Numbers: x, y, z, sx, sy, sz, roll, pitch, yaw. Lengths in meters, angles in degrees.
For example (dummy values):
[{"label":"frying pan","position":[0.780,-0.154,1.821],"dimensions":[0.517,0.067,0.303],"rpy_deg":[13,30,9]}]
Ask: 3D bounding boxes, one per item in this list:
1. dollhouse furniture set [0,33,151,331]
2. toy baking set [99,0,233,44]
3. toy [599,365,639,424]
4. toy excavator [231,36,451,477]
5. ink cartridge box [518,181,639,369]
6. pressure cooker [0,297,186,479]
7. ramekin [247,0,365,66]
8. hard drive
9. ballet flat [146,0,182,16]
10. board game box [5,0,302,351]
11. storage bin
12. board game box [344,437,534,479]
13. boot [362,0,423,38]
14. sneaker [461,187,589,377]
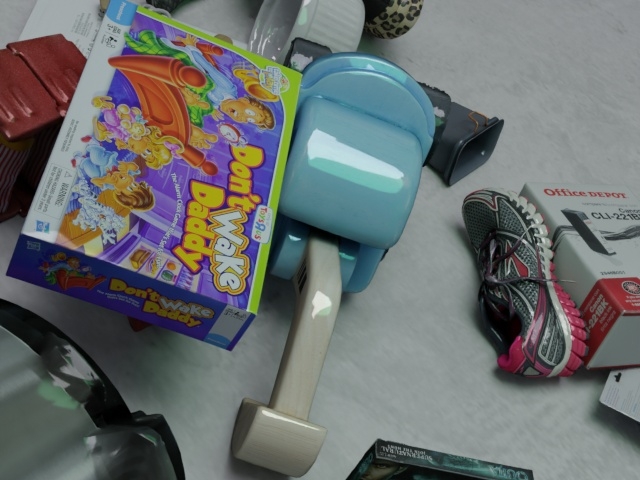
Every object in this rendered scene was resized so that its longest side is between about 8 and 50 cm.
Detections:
[{"label":"dollhouse furniture set","position":[-0.274,-0.031,1.227],"dimensions":[0.152,0.201,0.374],"rpy_deg":[-28,72,-42]},{"label":"toy baking set","position":[-0.219,-0.260,1.530],"dimensions":[0.256,0.030,0.196],"rpy_deg":[25,40,-3]},{"label":"toy","position":[0.486,0.247,1.437],"dimensions":[0.237,0.056,0.137],"rpy_deg":[25,35,14]},{"label":"toy excavator","position":[0.000,0.000,1.283],"dimensions":[0.222,0.432,0.445],"rpy_deg":[21,15,-8]},{"label":"ink cartridge box","position":[0.404,0.042,1.528],"dimensions":[0.197,0.114,0.273],"rpy_deg":[0,40,-27]},{"label":"pressure cooker","position":[-0.320,0.227,0.789],"dimensions":[0.370,0.375,0.420],"rpy_deg":[31,21,12]},{"label":"ramekin","position":[-0.021,-0.307,1.610],"dimensions":[0.109,0.207,0.207],"rpy_deg":[19,43,-22]},{"label":"hard drive","position":[-0.267,-0.265,1.558],"dimensions":[0.308,0.040,0.203],"rpy_deg":[18,44,-11]},{"label":"ballet flat","position":[-0.219,-0.393,1.713],"dimensions":[0.057,0.049,0.173],"rpy_deg":[10,30,30]},{"label":"board game box","position":[-0.159,-0.079,1.136],"dimensions":[0.233,0.078,0.347],"rpy_deg":[20,49,-14]},{"label":"storage bin","position":[0.208,-0.163,1.672],"dimensions":[0.091,0.098,0.135],"rpy_deg":[34,42,21]},{"label":"board game box","position":[0.122,0.274,1.180],"dimensions":[0.186,0.126,0.026],"rpy_deg":[14,45,-15]},{"label":"boot","position":[0.005,-0.476,1.819],"dimensions":[0.284,0.138,0.377],"rpy_deg":[27,13,-24]},{"label":"sneaker","position":[0.258,0.048,1.471],"dimensions":[0.112,0.121,0.299],"rpy_deg":[0,50,-25]}]
